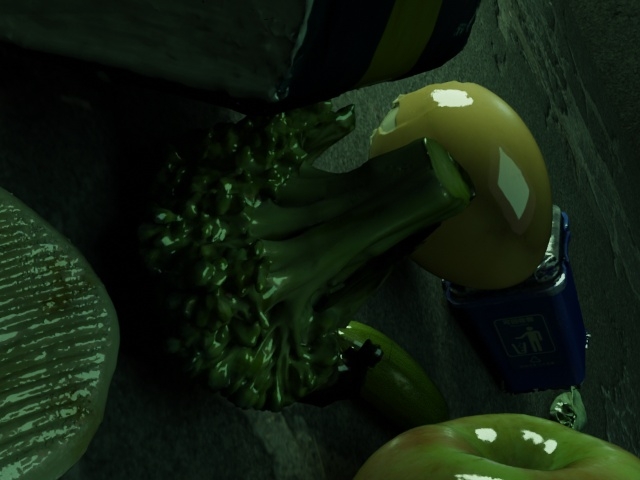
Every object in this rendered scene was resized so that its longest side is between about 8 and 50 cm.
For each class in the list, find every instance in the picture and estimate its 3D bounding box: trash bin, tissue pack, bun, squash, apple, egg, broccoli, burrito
[{"bbox_3d":[0.278,0.077,1.311,0.235,0.162,0.184,63,30,-32],"label":"trash bin"},{"bbox_3d":[-0.034,-0.253,0.719,0.416,0.264,0.253,-34,140,-62],"label":"tissue pack"},{"bbox_3d":[-0.197,0.060,0.499,0.183,0.102,0.183,21,57,-35],"label":"bun"},{"bbox_3d":[0.068,0.140,0.980,0.252,0.066,0.066,44,40,-43],"label":"squash"},{"bbox_3d":[0.157,0.305,0.809,0.319,0.319,0.277,-9,102,-62],"label":"apple"},{"bbox_3d":[0.162,-0.057,1.102,0.244,0.201,0.201,57,24,16],"label":"egg"},{"bbox_3d":[0.000,0.000,0.738,0.247,0.243,0.263,58,24,-16],"label":"broccoli"},{"bbox_3d":[0.389,0.272,1.527,0.118,0.044,0.074,5,69,-63],"label":"burrito"}]
